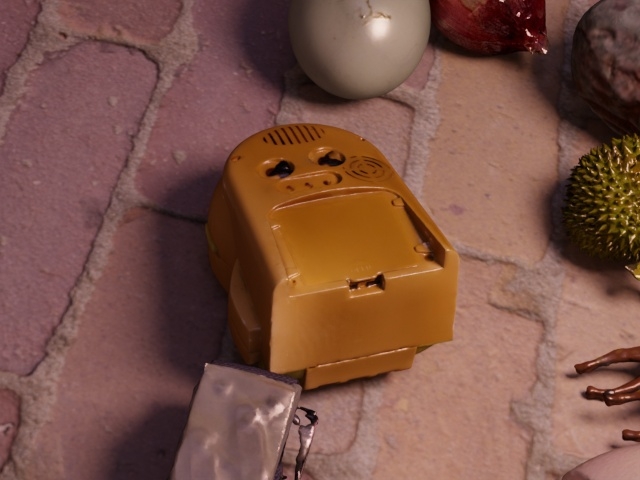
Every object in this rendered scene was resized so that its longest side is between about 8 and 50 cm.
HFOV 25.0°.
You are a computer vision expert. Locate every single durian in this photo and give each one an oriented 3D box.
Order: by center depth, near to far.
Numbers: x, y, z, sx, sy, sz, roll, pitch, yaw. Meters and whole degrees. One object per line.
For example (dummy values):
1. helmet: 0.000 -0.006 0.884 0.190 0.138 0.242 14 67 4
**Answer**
1. durian: 0.367 -0.047 1.724 0.159 0.146 0.198 18 38 13

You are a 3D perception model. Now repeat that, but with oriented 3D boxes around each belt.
1. belt: -0.082 0.231 1.436 0.126 0.140 0.231 14 55 4

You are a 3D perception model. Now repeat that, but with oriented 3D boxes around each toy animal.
1. toy animal: 0.397 0.122 1.649 0.229 0.066 0.224 -20 37 -12

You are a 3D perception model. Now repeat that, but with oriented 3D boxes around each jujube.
1. jujube: 0.459 -0.207 1.820 0.308 0.215 0.246 36 21 34

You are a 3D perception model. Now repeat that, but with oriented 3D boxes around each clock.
1. clock: 0.000 0.000 1.621 0.244 0.200 0.317 -7 44 -17

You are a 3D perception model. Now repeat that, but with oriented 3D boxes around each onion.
1. onion: 0.235 -0.310 1.925 0.159 0.159 0.195 -32 70 -29

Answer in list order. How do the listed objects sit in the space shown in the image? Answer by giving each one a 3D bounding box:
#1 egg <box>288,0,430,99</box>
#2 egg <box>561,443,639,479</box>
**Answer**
1. egg: 0.050 -0.294 1.861 0.182 0.183 0.264 6 45 -3
2. egg: 0.364 0.291 1.416 0.206 0.162 0.271 -32 64 -12
